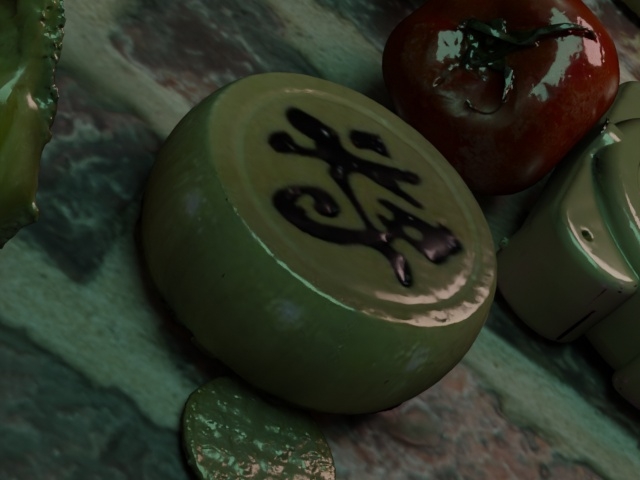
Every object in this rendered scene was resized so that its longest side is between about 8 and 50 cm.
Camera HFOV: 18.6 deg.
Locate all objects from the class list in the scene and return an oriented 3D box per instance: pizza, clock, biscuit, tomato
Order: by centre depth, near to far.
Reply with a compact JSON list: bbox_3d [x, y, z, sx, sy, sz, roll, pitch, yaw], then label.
[{"bbox_3d":[-0.226,-0.094,1.196,0.081,0.204,0.188,2,59,-52],"label":"pizza"},{"bbox_3d":[-0.040,0.139,1.275,0.120,0.015,0.120,23,43,-23],"label":"biscuit"},{"bbox_3d":[0.144,-0.130,1.560,0.187,0.187,0.151,60,4,21],"label":"tomato"},{"bbox_3d":[0.308,0.036,1.593,0.309,0.114,0.284,42,37,-4],"label":"clock"}]

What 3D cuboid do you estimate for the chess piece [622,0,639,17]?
[{"bbox_3d":[0.470,-0.390,1.851,0.234,0.442,0.234,24,42,-24],"label":"chess piece"}]

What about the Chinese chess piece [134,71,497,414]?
[{"bbox_3d":[0.000,0.000,1.356,0.257,0.104,0.257,23,38,-19],"label":"Chinese chess piece"}]
